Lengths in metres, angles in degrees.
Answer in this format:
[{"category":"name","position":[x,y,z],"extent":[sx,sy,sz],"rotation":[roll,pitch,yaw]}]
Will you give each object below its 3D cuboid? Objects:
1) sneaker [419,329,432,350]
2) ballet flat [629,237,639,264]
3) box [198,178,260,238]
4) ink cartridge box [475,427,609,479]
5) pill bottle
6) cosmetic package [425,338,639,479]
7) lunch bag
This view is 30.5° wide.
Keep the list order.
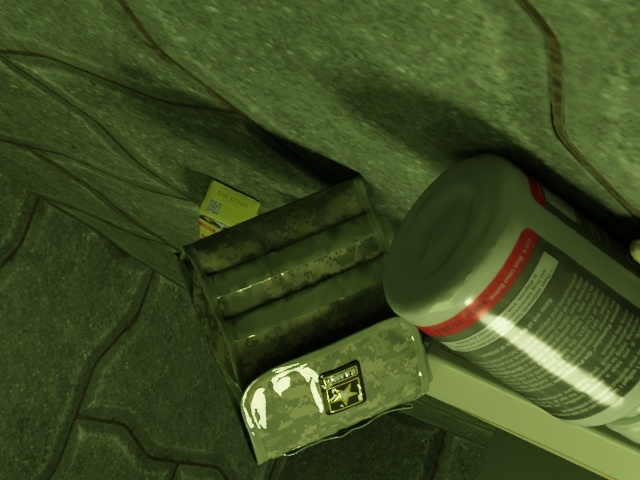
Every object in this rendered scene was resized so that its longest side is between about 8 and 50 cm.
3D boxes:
[{"category":"sneaker","position":[0.238,0.151,1.713],"extent":[0.350,0.131,0.148],"rotation":[20,160,8]},{"category":"ballet flat","position":[0.356,0.046,1.083],"extent":[0.173,0.049,0.057],"rotation":[29,168,-15]},{"category":"box","position":[-0.148,-0.033,1.885],"extent":[0.087,0.058,0.232],"rotation":[26,170,-2]},{"category":"ink cartridge box","position":[0.441,0.389,1.665],"extent":[0.279,0.160,0.385],"rotation":[12,163,45]},{"category":"pill bottle","position":[0.231,0.070,1.126],"extent":[0.319,0.176,0.176],"rotation":[33,168,-22]},{"category":"cosmetic package","position":[0.294,0.168,1.466],"extent":[0.309,0.160,0.113],"rotation":[25,151,14]},{"category":"lunch bag","position":[-0.016,0.101,1.397],"extent":[0.169,0.235,0.287],"rotation":[160,89,-77]}]
